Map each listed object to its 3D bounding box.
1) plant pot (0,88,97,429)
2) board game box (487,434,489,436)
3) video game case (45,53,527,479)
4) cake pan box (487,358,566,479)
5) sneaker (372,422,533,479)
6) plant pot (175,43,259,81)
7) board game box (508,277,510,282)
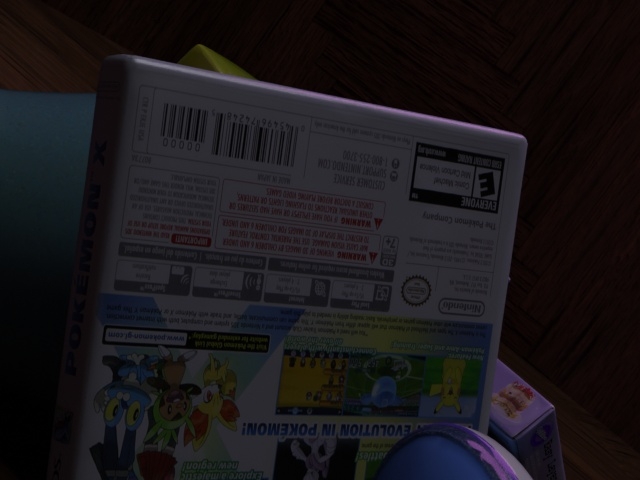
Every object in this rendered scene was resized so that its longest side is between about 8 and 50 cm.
[{"bbox_3d":[-0.158,0.015,1.063,0.255,0.271,0.271,18,12,-16],"label":"plant pot"},{"bbox_3d":[0.092,0.197,1.470,0.336,0.079,0.254,51,12,23],"label":"board game box"},{"bbox_3d":[-0.010,0.059,0.941,0.329,0.300,0.036,7,1,-41],"label":"video game case"},{"bbox_3d":[0.164,0.197,1.715,0.267,0.070,0.245,40,-23,39],"label":"cake pan box"},{"bbox_3d":[0.017,0.192,0.717,0.236,0.130,0.323,39,39,-39],"label":"sneaker"},{"bbox_3d":[-0.128,-0.092,2.052,0.207,0.227,0.228,47,10,28],"label":"plant pot"},{"bbox_3d":[0.000,0.000,1.473,0.347,0.078,0.233,23,0,1],"label":"board game box"}]
